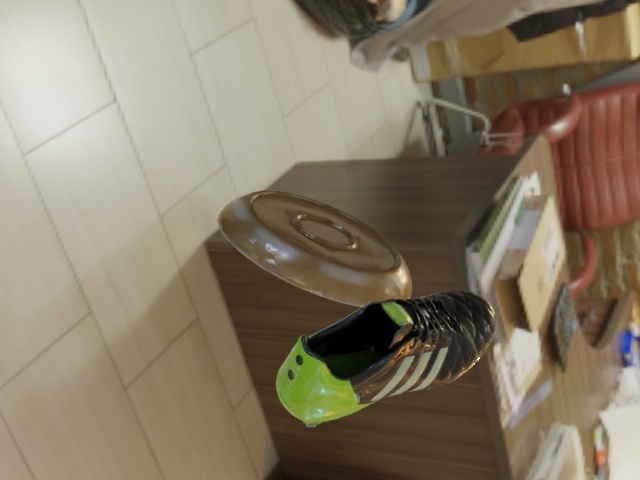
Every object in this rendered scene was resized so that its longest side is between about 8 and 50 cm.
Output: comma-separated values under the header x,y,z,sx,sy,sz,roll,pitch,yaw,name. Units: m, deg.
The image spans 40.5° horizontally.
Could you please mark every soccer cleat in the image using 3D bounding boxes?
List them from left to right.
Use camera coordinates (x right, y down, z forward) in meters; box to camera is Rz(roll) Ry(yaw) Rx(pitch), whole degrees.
x,y,z,sx,sy,sz,roll,pitch,yaw,name
0.053,0.064,0.553,0.179,0.060,0.072,-18,145,-33,soccer cleat

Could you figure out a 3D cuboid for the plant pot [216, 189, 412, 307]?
x,y,z,sx,sy,sz,roll,pitch,yaw,name
0.000,0.000,0.975,0.236,0.236,0.032,-9,126,-57,plant pot
